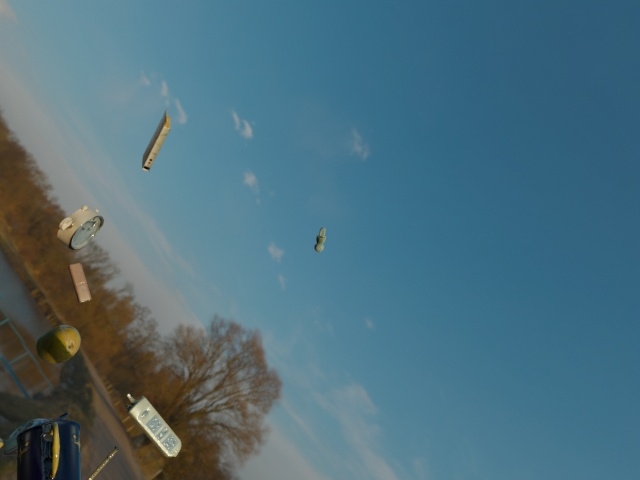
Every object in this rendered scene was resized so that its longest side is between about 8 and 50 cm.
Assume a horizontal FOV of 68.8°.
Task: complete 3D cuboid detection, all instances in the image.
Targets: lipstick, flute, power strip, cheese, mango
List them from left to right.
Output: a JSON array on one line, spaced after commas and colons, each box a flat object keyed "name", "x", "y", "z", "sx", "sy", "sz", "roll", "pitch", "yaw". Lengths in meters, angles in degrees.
[{"name": "cheese", "x": -1.051, "y": 0.708, "z": 1.718, "sx": 0.074, "sy": 0.286, "sz": 0.189, "roll": 60, "pitch": 16, "yaw": -15}, {"name": "mango", "x": -0.889, "y": 0.350, "z": 1.578, "sx": 0.195, "sy": 0.092, "sz": 0.130, "roll": -2, "pitch": -102, "yaw": 31}, {"name": "lipstick", "x": -0.902, "y": 0.159, "z": 1.750, "sx": 0.045, "sy": 0.045, "sz": 0.145, "roll": -20, "pitch": -93, "yaw": 54}, {"name": "flute", "x": -0.858, "y": 0.886, "z": 1.769, "sx": 0.027, "sy": 0.233, "sz": 0.027, "roll": 31, "pitch": -28, "yaw": 19}, {"name": "power strip", "x": -0.388, "y": 0.429, "z": 1.083, "sx": 0.030, "sy": 0.047, "sz": 0.191, "roll": -23, "pitch": -75, "yaw": 48}]

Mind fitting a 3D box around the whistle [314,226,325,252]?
[{"name": "whistle", "x": 0.000, "y": 0.000, "z": 1.655, "sx": 0.035, "sy": 0.035, "sz": 0.100, "roll": 32, "pitch": -60, "yaw": 36}]

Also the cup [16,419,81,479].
[{"name": "cup", "x": -0.821, "y": 0.680, "z": 1.387, "sx": 0.255, "sy": 0.178, "sz": 0.256, "roll": 91, "pitch": -21, "yaw": -50}]

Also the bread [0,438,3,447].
[{"name": "bread", "x": -0.957, "y": 0.524, "z": 1.154, "sx": 0.160, "sy": 0.147, "sz": 0.260, "roll": -1, "pitch": -31, "yaw": 32}]

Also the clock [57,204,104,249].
[{"name": "clock", "x": -0.827, "y": -0.042, "z": 1.620, "sx": 0.063, "sy": 0.155, "sz": 0.229, "roll": 39, "pitch": -6, "yaw": -1}]

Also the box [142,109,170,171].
[{"name": "box", "x": -0.680, "y": -0.415, "z": 1.946, "sx": 0.247, "sy": 0.033, "sz": 0.129, "roll": -52, "pitch": -146, "yaw": 24}]
